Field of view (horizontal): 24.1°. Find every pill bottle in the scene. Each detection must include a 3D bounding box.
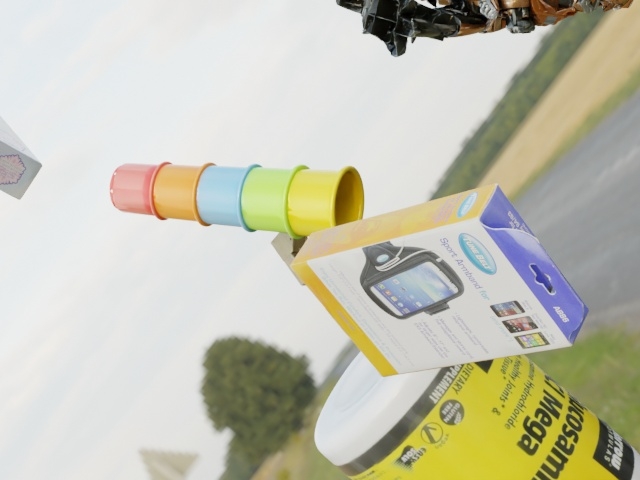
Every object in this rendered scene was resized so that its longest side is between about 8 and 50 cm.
[{"bbox_3d":[0.175,0.216,1.371,0.188,0.334,0.188,-49,8,10],"label":"pill bottle"}]

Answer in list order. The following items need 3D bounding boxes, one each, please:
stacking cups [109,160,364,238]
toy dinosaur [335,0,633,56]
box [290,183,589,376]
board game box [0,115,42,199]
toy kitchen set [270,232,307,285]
[{"bbox_3d":[-0.109,-0.047,1.817,0.096,0.316,0.096,2,-90,-67],"label":"stacking cups"},{"bbox_3d":[0.142,-0.237,1.392,0.218,0.164,0.322,1,-15,-36],"label":"toy dinosaur"},{"bbox_3d":[0.060,0.020,0.697,0.136,0.081,0.028,-16,32,42],"label":"box"},{"bbox_3d":[-0.577,-0.208,2.091,0.066,0.318,0.319,-54,39,5],"label":"board game box"},{"bbox_3d":[0.000,0.000,1.867,0.068,0.075,0.083,-3,-39,-52],"label":"toy kitchen set"}]
